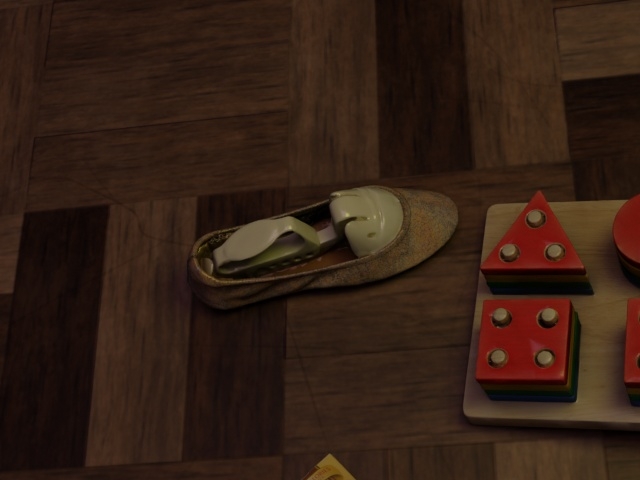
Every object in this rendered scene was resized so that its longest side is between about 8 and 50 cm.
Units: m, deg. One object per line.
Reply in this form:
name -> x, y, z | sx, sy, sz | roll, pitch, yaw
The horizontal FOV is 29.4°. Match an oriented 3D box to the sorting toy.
sorting toy -> 0.278, 0.057, 1.246 | 0.257, 0.089, 0.255 | -1, 60, 22

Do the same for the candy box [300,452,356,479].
candy box -> 0.033, 0.315, 1.202 | 0.109, 0.053, 0.187 | -42, 60, -11

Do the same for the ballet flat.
ballet flat -> 0.000, 0.000, 1.351 | 0.316, 0.106, 0.107 | -19, 60, 1
